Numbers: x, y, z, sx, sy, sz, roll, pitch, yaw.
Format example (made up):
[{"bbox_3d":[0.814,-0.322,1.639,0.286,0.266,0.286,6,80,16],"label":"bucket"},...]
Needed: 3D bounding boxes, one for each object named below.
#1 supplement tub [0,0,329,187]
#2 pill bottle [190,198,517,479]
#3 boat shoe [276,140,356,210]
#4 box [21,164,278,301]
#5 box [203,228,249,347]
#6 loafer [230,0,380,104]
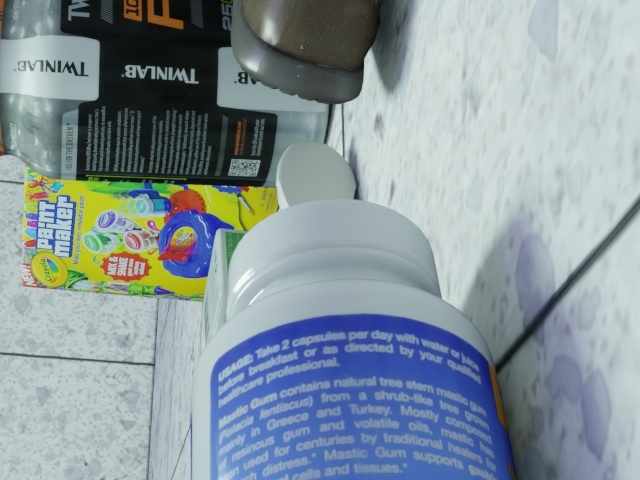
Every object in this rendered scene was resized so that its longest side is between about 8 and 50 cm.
[{"bbox_3d":[-0.160,-0.149,1.114,0.193,0.315,0.194,-179,90,-77],"label":"supplement tub"},{"bbox_3d":[0.015,0.115,0.548,0.152,0.152,0.272,107,164,-46],"label":"pill bottle"},{"bbox_3d":[0.000,0.000,0.931,0.063,0.066,0.184,108,154,-44],"label":"boat shoe"},{"bbox_3d":[-0.195,-0.086,1.376,0.290,0.279,0.177,108,163,-50],"label":"box"},{"bbox_3d":[-0.061,0.060,1.119,0.101,0.087,0.102,-99,19,-52],"label":"box"},{"bbox_3d":[-0.007,-0.247,0.959,0.366,0.133,0.130,-107,35,-51],"label":"loafer"}]
